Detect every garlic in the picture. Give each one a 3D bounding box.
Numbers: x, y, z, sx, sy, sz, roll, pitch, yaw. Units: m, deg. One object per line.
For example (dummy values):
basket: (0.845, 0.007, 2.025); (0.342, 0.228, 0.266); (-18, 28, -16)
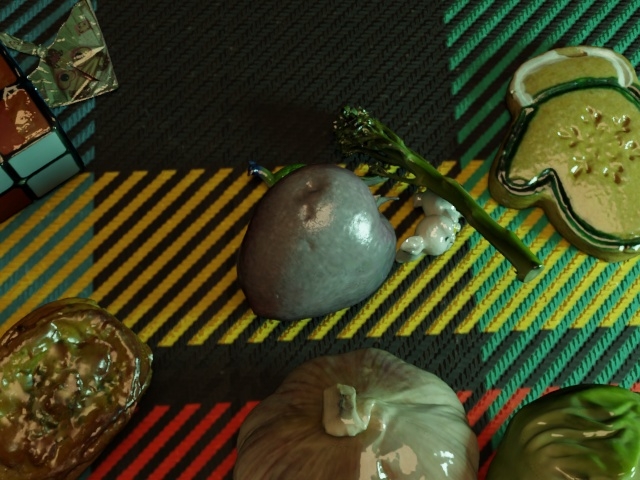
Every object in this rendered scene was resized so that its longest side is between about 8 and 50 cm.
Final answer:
garlic: (0.044, 0.268, 1.282); (0.322, 0.322, 0.241); (3, 107, -3)

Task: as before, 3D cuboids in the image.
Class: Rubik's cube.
Rubik's cube: (-0.459, -0.146, 1.425); (0.180, 0.167, 0.183); (-37, 76, -10)

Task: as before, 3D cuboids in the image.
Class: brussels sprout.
brussels sprout: (0.339, 0.325, 1.228); (0.289, 0.355, 0.281); (14, 99, 9)

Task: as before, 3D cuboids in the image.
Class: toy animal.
toy animal: (0.163, -0.021, 1.475); (0.085, 0.071, 0.124); (16, 71, 1)
toy animal: (0.000, -0.074, 1.502); (0.217, 0.041, 0.075); (4, 69, -7)

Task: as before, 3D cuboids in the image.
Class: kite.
kite: (-0.414, -0.281, 1.560); (0.250, 0.012, 0.229); (24, 72, 5)

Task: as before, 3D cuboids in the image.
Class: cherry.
cherry: (0.000, 0.000, 1.389); (0.266, 0.213, 0.183); (-45, 46, -7)

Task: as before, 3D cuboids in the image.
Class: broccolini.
broccolini: (0.148, -0.061, 1.432); (0.079, 0.074, 0.392); (-7, 43, -43)

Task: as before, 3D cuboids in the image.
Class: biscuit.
biscuit: (0.384, -0.131, 1.534); (0.288, 0.057, 0.343); (-14, 72, -8)

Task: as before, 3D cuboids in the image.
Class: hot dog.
hot dog: (-0.348, 0.205, 1.341); (0.196, 0.122, 0.272); (40, 71, 3)
